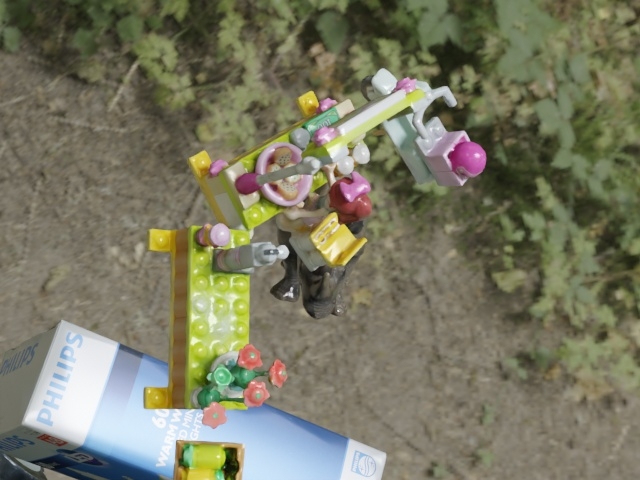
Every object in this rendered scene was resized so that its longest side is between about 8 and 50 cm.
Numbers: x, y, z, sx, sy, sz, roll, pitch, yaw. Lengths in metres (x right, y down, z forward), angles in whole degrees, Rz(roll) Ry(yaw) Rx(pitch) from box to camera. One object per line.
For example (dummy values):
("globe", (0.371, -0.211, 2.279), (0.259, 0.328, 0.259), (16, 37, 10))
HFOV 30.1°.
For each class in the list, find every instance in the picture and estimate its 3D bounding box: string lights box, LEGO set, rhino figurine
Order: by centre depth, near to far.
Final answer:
("LEGO set", (-0.009, 0.011, 0.604), (0.132, 0.107, 0.287), (43, 62, -22))
("string lights box", (-0.100, 0.147, 0.851), (0.259, 0.133, 0.077), (25, 65, -22))
("rhino figurine", (0.000, 0.000, 0.937), (0.073, 0.243, 0.106), (11, 101, -2))

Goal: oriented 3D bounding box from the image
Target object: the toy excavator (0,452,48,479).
("toy excavator", (-0.226, 0.411, 1.023), (0.222, 0.445, 0.433), (-43, 115, -4))
